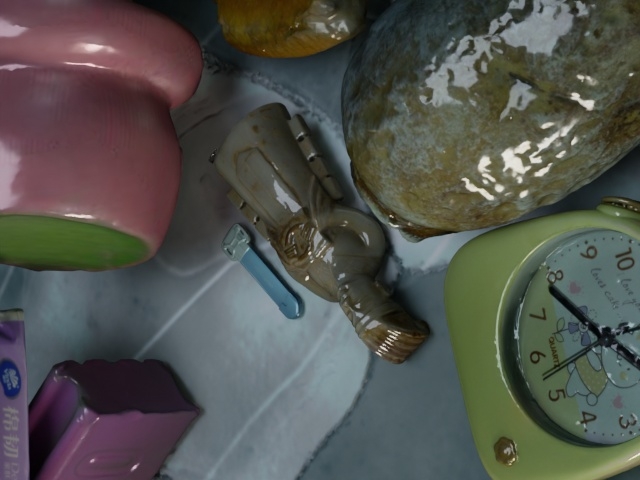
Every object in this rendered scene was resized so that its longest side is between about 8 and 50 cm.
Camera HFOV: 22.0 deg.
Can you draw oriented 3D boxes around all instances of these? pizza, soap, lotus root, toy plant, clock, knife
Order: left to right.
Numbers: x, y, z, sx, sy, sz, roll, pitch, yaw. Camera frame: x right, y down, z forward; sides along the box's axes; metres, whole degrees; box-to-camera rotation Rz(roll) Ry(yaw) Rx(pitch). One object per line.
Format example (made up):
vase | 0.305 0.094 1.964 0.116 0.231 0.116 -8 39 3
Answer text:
toy plant | -0.211 -0.156 1.263 0.317 0.211 0.356 -15 74 50
soap | -0.196 0.184 1.297 0.065 0.122 0.203 52 121 31
knife | -0.042 0.025 1.245 0.096 0.010 0.027 48 117 29
pizza | -0.013 -0.273 1.194 0.189 0.071 0.296 -13 75 58
lotus root | 0.139 -0.128 0.985 0.349 0.175 0.175 -42 62 28
clock | 0.189 0.057 1.003 0.232 0.069 0.170 -20 74 38

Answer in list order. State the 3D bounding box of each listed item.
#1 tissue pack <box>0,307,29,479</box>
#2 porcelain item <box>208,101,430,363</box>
tissue pack | -0.343 0.210 1.185 0.160 0.242 0.338 -7 82 45
porcelain item | 0.000 0.000 1.180 0.084 0.054 0.213 -52 58 29
